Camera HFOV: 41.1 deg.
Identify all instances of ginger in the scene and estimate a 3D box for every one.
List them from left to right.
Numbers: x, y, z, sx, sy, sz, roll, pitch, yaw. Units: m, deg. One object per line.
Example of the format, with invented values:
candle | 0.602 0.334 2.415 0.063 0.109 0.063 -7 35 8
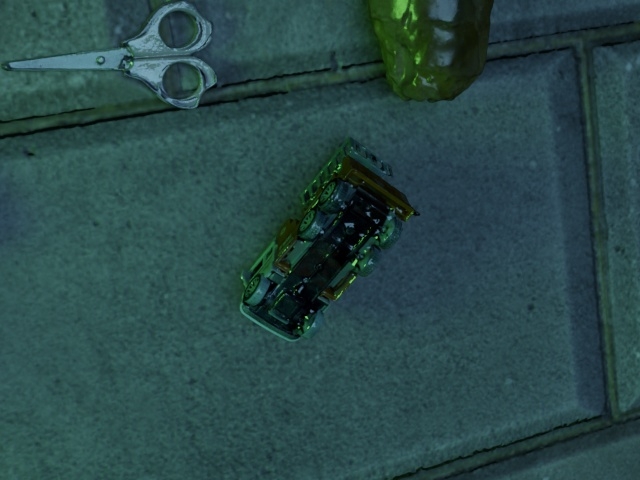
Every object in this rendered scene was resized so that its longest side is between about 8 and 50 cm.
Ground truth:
ginger | 0.094 -0.261 0.798 0.109 0.116 0.263 -30 106 -54

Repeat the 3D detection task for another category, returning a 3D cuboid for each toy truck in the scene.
toy truck | -0.001 0.000 0.806 0.080 0.115 0.177 34 110 -20

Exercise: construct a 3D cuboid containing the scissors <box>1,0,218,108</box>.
scissors | -0.187 -0.163 0.766 0.189 0.015 0.100 -7 103 -16
